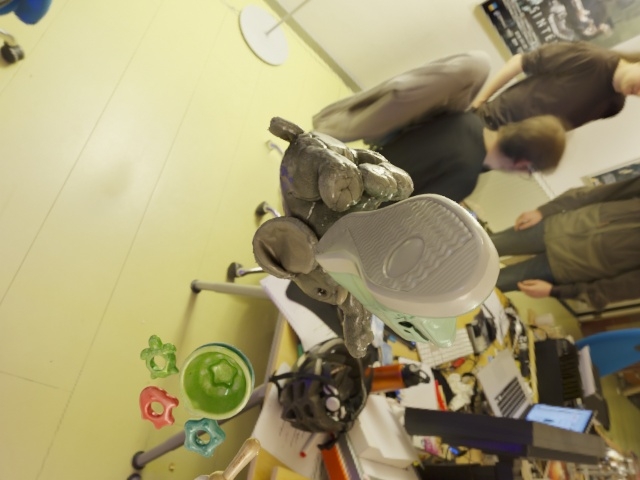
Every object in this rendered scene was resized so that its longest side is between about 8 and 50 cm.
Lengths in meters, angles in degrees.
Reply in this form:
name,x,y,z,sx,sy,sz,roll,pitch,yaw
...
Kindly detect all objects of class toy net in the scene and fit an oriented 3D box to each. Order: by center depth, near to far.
name,x,y,z,sx,sy,sz,roll,pitch,yaw
toy net,-0.117,0.207,0.458,0.045,0.122,0.232,-56,144,-82

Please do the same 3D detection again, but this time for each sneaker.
name,x,y,z,sx,sy,sz,roll,pitch,yaw
sneaker,0.099,0.042,0.426,0.151,0.256,0.094,41,82,-16

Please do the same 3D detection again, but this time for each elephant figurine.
name,x,y,z,sx,sy,sz,roll,pitch,yaw
elephant figurine,0.000,0.000,0.611,0.169,0.240,0.186,9,27,-25
